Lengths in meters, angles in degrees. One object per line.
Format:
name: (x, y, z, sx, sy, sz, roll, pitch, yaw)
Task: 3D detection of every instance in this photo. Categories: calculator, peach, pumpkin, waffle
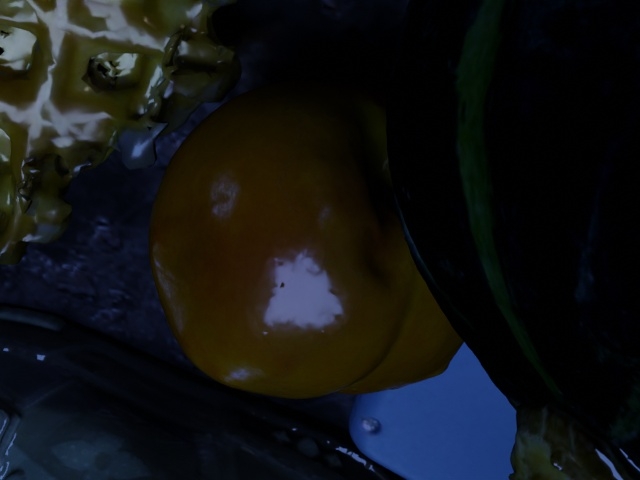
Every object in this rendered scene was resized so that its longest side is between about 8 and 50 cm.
calculator: (0.107, 0.089, 0.738, 0.210, 0.039, 0.121, 29, 129, 0)
peach: (0.000, 0.000, 0.656, 0.138, 0.138, 0.138, 11, 128, 14)
pumpkin: (0.155, 0.004, 0.496, 0.315, 0.238, 0.315, 41, 167, 11)
waffle: (-0.163, -0.111, 0.631, 0.262, 0.060, 0.280, -29, 117, 12)

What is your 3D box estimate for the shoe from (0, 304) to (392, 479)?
shoe: (-0.117, 0.132, 0.789, 0.293, 0.149, 0.109, 15, 130, 9)
